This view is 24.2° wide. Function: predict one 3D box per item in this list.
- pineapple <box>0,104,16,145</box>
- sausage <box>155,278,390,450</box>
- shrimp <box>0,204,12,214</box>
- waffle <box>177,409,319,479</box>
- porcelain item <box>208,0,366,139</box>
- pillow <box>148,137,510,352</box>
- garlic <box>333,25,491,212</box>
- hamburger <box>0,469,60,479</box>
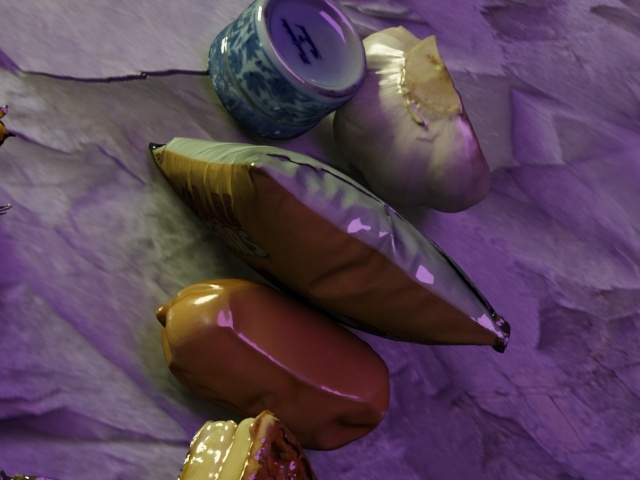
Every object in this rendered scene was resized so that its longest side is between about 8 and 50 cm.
[{"bbox_3d":[-0.378,-0.101,1.298,0.225,0.076,0.225,20,43,-20],"label":"pineapple"},{"bbox_3d":[-0.046,0.115,1.412,0.241,0.136,0.120,33,50,-22],"label":"sausage"},{"bbox_3d":[-0.325,-0.041,1.353,0.092,0.029,0.038,7,53,-43],"label":"shrimp"},{"bbox_3d":[-0.070,0.320,1.246,0.213,0.091,0.308,61,34,-37],"label":"waffle"},{"bbox_3d":[-0.038,-0.190,1.615,0.147,0.114,0.147,22,52,-31],"label":"porcelain item"},{"bbox_3d":[0.000,0.000,1.438,0.312,0.310,0.119,36,85,-21],"label":"pillow"},{"bbox_3d":[0.090,-0.118,1.674,0.143,0.178,0.229,-29,65,-15],"label":"garlic"},{"bbox_3d":[-0.207,0.260,1.239,0.176,0.087,0.102,28,66,-38],"label":"hamburger"}]
